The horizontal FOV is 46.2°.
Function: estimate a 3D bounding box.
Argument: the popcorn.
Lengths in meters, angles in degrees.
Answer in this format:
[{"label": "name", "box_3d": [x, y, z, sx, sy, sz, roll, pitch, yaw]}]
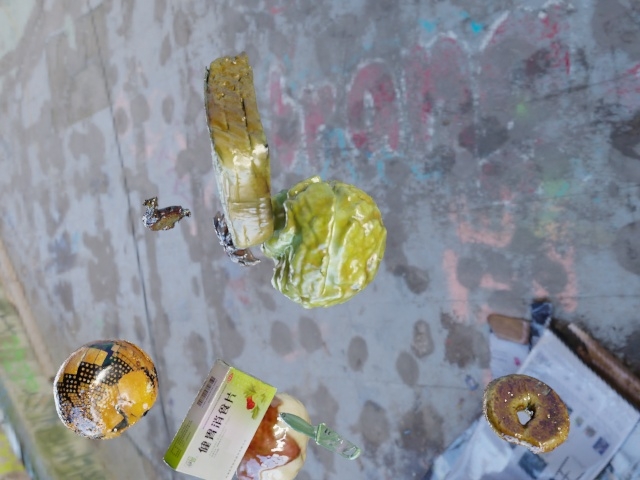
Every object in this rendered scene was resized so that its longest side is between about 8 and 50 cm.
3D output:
[{"label": "popcorn", "box_3d": [0.003, 0.008, 1.551, 0.247, 0.282, 0.282, 12, 103, 42]}]

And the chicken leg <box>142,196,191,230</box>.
[{"label": "chicken leg", "box_3d": [-0.435, -0.070, 2.048, 0.106, 0.253, 0.051, -33, 80, 6]}]

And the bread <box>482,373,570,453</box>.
[{"label": "bread", "box_3d": [0.432, 0.364, 1.587, 0.193, 0.193, 0.064, 50, 146, 34]}]

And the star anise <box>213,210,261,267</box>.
[{"label": "star anise", "box_3d": [-0.177, 0.005, 1.526, 0.141, 0.042, 0.141, 48, 161, 23]}]

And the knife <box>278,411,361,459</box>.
[{"label": "knife", "box_3d": [-0.005, 0.280, 1.101, 0.207, 0.014, 0.030, 10, 65, 56]}]

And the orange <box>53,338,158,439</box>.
[{"label": "orange", "box_3d": [-0.488, 0.332, 1.706, 0.182, 0.234, 0.235, 34, 119, 51]}]

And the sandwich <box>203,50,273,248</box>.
[{"label": "sandwich", "box_3d": [-0.127, -0.128, 1.176, 0.251, 0.087, 0.226, 88, 169, -58]}]

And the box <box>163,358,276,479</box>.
[{"label": "box", "box_3d": [-0.230, 0.428, 1.760, 0.062, 0.175, 0.261, 19, 78, 44]}]

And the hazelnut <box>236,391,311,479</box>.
[{"label": "hazelnut", "box_3d": [-0.144, 0.505, 1.960, 0.241, 0.261, 0.261, 13, 108, 12]}]
